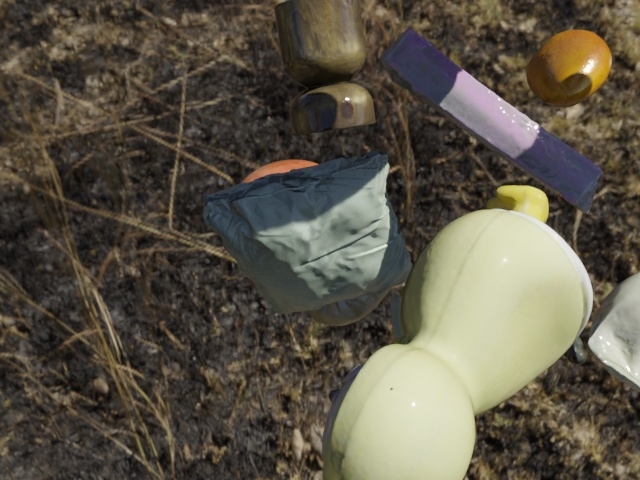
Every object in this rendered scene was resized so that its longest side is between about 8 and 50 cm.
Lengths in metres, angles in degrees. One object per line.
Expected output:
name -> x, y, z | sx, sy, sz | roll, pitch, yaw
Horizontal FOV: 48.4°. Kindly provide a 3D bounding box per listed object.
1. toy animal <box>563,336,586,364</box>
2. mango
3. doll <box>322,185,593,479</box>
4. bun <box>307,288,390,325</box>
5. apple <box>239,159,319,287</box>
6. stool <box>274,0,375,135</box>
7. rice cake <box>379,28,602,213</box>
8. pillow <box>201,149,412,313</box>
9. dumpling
toy animal -> 0.511, 0.191, 1.466 | 0.047, 0.136, 0.065 | -16, -1, 15
mango -> 0.422, -0.294, 1.217 | 0.141, 0.102, 0.217 | 0, 35, 22
doll -> 0.080, 0.072, 0.462 | 0.117, 0.141, 0.296 | 27, 46, 33
bun -> 0.025, 0.060, 1.305 | 0.193, 0.178, 0.128 | 58, 23, 12
apple -> -0.072, -0.041, 1.957 | 0.363, 0.364, 0.364 | -1, 45, 1
stool -> 0.010, -0.361, 1.468 | 0.179, 0.264, 0.179 | -8, 10, 1
rice cake -> 0.238, -0.164, 0.985 | 0.365, 0.056, 0.073 | 39, 97, 6
pillow -> 0.000, 0.000, 1.122 | 0.283, 0.310, 0.138 | -17, 48, 9
dumpling -> 0.515, 0.140, 1.083 | 0.179, 0.131, 0.252 | 42, 57, 9
